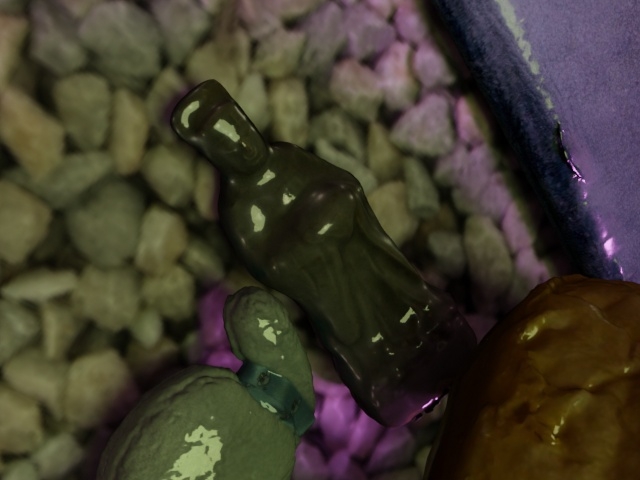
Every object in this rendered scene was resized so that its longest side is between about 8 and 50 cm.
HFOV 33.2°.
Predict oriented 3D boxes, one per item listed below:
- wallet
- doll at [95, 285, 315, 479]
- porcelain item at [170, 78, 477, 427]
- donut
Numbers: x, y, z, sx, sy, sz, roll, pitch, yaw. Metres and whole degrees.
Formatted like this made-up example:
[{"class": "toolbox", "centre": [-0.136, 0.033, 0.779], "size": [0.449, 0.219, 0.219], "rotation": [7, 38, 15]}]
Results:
[{"class": "wallet", "centre": [0.187, -0.101, 0.675], "size": [0.191, 0.046, 0.379], "rotation": [-44, 119, -19]}, {"class": "doll", "centre": [-0.066, 0.126, 0.549], "size": [0.103, 0.071, 0.214], "rotation": [29, 88, -33]}, {"class": "porcelain item", "centre": [0.000, 0.000, 0.574], "size": [0.081, 0.069, 0.215], "rotation": [-43, 115, -12]}, {"class": "donut", "centre": [0.142, 0.168, 0.603], "size": [0.330, 0.160, 0.330], "rotation": [-40, 139, -47]}]
